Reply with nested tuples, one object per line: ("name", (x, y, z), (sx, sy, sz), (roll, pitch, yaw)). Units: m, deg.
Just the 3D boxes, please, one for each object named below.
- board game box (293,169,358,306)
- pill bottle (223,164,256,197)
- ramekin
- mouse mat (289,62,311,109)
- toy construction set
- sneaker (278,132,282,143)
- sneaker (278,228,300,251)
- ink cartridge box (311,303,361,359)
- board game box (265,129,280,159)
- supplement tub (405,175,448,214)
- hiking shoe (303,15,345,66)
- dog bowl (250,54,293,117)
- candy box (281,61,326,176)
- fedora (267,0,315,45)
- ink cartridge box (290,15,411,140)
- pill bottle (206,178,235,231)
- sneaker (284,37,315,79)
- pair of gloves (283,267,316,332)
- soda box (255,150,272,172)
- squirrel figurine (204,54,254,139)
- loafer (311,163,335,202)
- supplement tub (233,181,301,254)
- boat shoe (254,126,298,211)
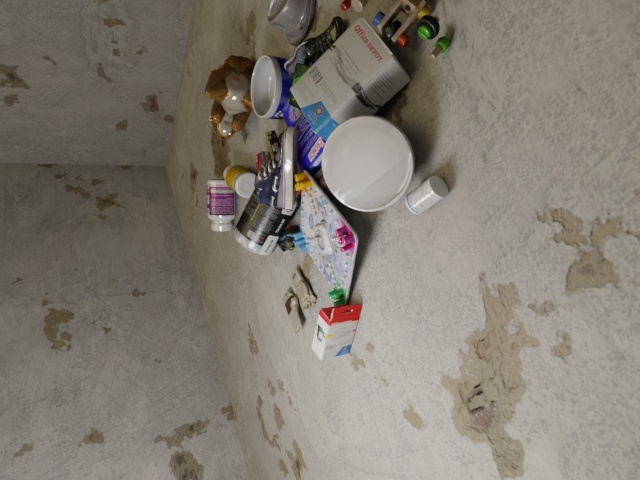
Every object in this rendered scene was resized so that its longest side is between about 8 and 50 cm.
("board game box", (0.000, 0.000, 1.543), (0.390, 0.050, 0.390), (55, 154, 36))
("pill bottle", (-0.432, -0.327, 2.215), (0.245, 0.136, 0.137), (36, 124, 50))
("ramekin", (0.148, -0.230, 1.219), (0.272, 0.127, 0.273), (7, 110, 18))
("mouse mat", (-0.057, -0.550, 1.489), (0.189, 0.007, 0.153), (40, 124, 48))
("toy construction set", (0.229, -0.681, 1.081), (0.308, 0.257, 0.237), (33, 78, 33))
("sneaker", (-0.117, -0.425, 1.782), (0.086, 0.064, 0.192), (-51, 46, 29))
("sneaker", (-0.133, 0.002, 1.868), (0.188, 0.067, 0.078), (-30, 90, 54))
("ink cartridge box", (0.058, 0.318, 1.527), (0.078, 0.134, 0.231), (42, 128, 48))
("board game box", (-0.192, -0.381, 1.847), (0.141, 0.048, 0.171), (65, -170, -75))
("supplement tub", (0.294, -0.124, 1.150), (0.107, 0.070, 0.071), (-41, 60, 51))
("hiking shoe", (0.005, -0.698, 1.489), (0.227, 0.114, 0.086), (-55, 50, 46))
("dog bowl", (-0.215, -0.681, 1.852), (0.264, 0.104, 0.265), (11, 103, 56))
("candy box", (-0.007, -0.438, 1.538), (0.268, 0.122, 0.318), (-40, 59, 51))
("fedora", (-0.133, -0.936, 1.667), (0.275, 0.124, 0.244), (-10, 85, 58))
("ink cartridge box", (0.085, -0.481, 1.272), (0.307, 0.129, 0.223), (-39, 58, 22))
("pill bottle", (-0.587, -0.211, 2.449), (0.169, 0.169, 0.302), (17, 108, 56))
("sneaker", (-0.063, -0.716, 1.654), (0.223, 0.083, 0.098), (-16, 102, 62))
("pair of gloves", (-0.099, 0.270, 1.860), (0.204, 0.042, 0.240), (58, 138, 41))
("soda box", (-0.240, -0.283, 1.957), (0.083, 0.092, 0.264), (-8, 87, 59))
("squirrel figurine", (-0.458, -0.730, 2.147), (0.370, 0.280, 0.398), (129, 142, -61))
("loafer", (0.068, -0.219, 1.461), (0.130, 0.133, 0.366), (70, 156, 10))
("supplement tub", (-0.222, -0.124, 1.799), (0.338, 0.207, 0.207), (-59, 44, 19))
("boat shoe", (-0.171, -0.265, 1.547), (0.127, 0.157, 0.341), (-76, -7, -54))
